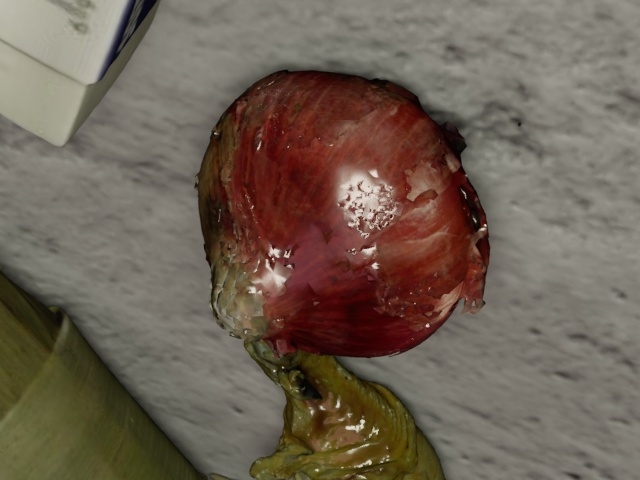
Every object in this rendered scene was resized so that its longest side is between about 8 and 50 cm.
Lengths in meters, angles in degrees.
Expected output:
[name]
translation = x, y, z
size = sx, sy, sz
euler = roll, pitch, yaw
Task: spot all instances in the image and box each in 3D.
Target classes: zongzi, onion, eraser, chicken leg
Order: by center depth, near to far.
[eraser]
translation = -0.100, -0.183, 0.943
size = 0.081, 0.124, 0.279
euler = 28, 136, -1
[onion]
translation = 0.000, 0.000, 1.060
size = 0.184, 0.147, 0.184
euler = 26, 144, 21
[chicken leg]
translation = 0.005, 0.122, 1.219
size = 0.103, 0.088, 0.228
euler = -2, 134, 47
[zongzi]
translation = -0.288, 0.144, 1.315
size = 0.418, 0.181, 0.447
euler = -18, 120, 37
